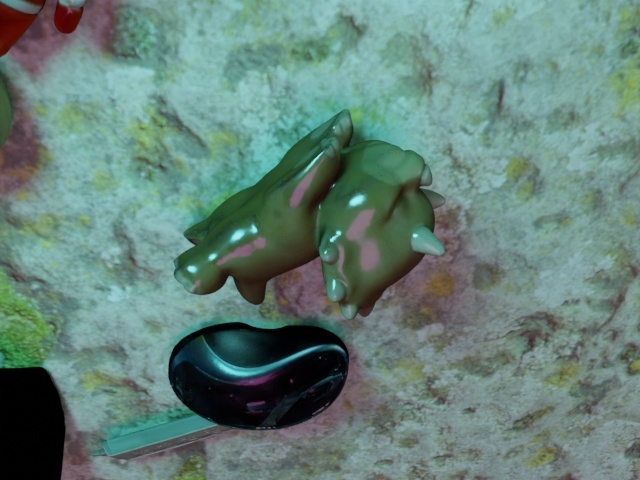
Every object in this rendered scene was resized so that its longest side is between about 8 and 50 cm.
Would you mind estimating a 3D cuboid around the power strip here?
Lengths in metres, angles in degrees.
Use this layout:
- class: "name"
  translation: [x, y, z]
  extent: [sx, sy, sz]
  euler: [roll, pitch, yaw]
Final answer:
- class: "power strip"
  translation: [-0.204, 0.270, 0.949]
  extent: [0.253, 0.027, 0.060]
  euler: [-18, 155, 5]

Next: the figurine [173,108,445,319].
- class: "figurine"
  translation: [0.003, -0.001, 0.675]
  extent: [0.247, 0.177, 0.173]
  euler: [-39, 107, 7]

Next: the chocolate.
- class: "chocolate"
  translation: [-0.455, 0.276, 0.790]
  extent: [0.186, 0.283, 0.283]
  euler: [4, 131, 10]

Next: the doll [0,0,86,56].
- class: "doll"
  translation: [-0.208, -0.243, 0.504]
  extent: [0.245, 0.076, 0.142]
  euler: [-34, 128, 23]

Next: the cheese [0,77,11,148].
- class: "cheese"
  translation: [-0.360, -0.152, 0.557]
  extent: [0.137, 0.064, 0.227]
  euler: [-23, 131, 5]

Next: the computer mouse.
- class: "computer mouse"
  translation: [-0.076, 0.176, 0.860]
  extent: [0.234, 0.096, 0.137]
  euler: [-4, 129, -6]
